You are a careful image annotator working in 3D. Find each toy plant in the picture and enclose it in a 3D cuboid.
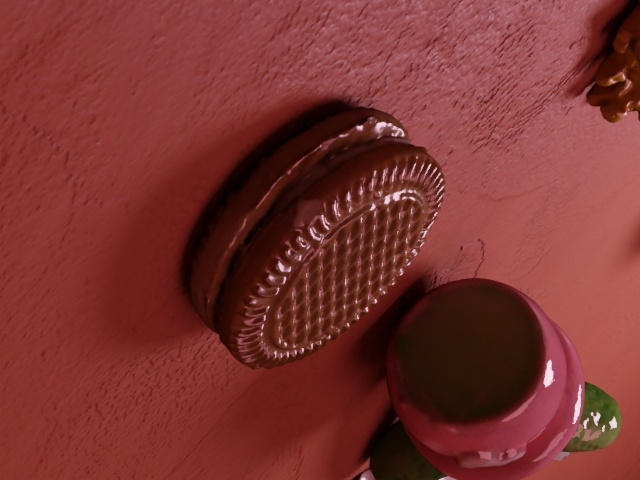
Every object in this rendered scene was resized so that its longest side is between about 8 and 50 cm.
[{"bbox_3d":[0.171,0.181,1.669,0.317,0.210,0.356,-15,162,10],"label":"toy plant"}]

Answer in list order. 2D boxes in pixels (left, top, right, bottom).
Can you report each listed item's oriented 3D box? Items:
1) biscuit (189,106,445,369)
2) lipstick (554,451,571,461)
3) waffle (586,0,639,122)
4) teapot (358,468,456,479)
[{"bbox_3d":[0.000,0.000,1.234,0.259,0.079,0.259,-36,155,-20],"label":"biscuit"},{"bbox_3d":[0.411,0.360,2.505,0.030,0.030,0.129,-50,155,7],"label":"lipstick"},{"bbox_3d":[0.397,-0.241,1.528,0.260,0.069,0.293,-15,139,-52],"label":"waffle"},{"bbox_3d":[0.127,0.331,1.937,0.145,0.092,0.226,-54,158,18],"label":"teapot"}]
